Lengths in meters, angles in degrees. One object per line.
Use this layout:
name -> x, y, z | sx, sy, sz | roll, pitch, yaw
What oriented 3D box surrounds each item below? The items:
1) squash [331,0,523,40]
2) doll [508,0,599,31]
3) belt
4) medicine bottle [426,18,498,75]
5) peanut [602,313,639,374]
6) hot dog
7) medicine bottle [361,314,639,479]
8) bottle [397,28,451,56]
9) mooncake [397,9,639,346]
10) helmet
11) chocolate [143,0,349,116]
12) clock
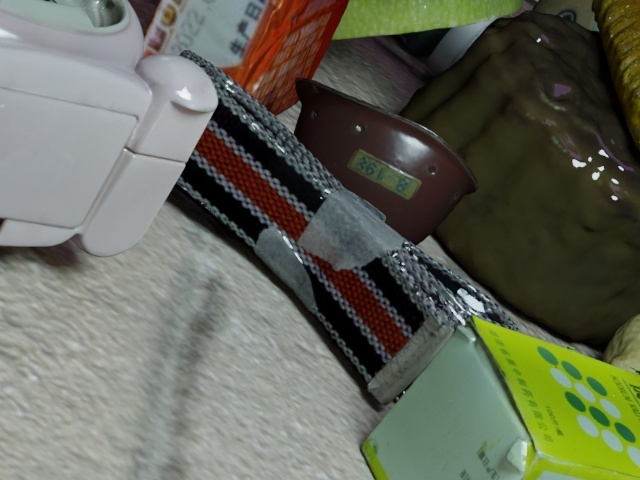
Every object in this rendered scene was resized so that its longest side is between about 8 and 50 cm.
squash -> 0.075, -0.228, 1.872 | 0.252, 0.049, 0.252 | -5, 12, 1
doll -> 0.356, -0.164, 2.206 | 0.174, 0.235, 0.330 | 83, -17, -59
belt -> 0.000, 0.000, 1.508 | 0.359, 0.094, 0.126 | 44, 20, 7
medicine bottle -> 0.208, -0.155, 2.060 | 0.187, 0.103, 0.103 | 43, 24, 7
peanut -> 0.327, 0.118, 1.766 | 0.229, 0.098, 0.103 | 9, 7, -43
hot dog -> 0.306, -0.160, 1.804 | 0.083, 0.068, 0.289 | 25, 32, -21
medicine bottle -> 0.175, 0.172, 1.403 | 0.250, 0.141, 0.137 | 19, 27, -38
bottle -> 0.058, -0.321, 2.164 | 0.082, 0.082, 0.286 | 8, 38, -49
mooncake -> 0.235, -0.065, 1.844 | 0.324, 0.187, 0.324 | 33, 26, -18
helmet -> 0.030, -0.049, 1.607 | 0.175, 0.106, 0.155 | 36, -12, -13
chocolate -> -0.046, -0.214, 1.656 | 0.108, 0.235, 0.237 | 31, 23, 10
clock -> -0.270, -0.149, 1.292 | 0.342, 0.184, 0.326 | 16, 28, -51
